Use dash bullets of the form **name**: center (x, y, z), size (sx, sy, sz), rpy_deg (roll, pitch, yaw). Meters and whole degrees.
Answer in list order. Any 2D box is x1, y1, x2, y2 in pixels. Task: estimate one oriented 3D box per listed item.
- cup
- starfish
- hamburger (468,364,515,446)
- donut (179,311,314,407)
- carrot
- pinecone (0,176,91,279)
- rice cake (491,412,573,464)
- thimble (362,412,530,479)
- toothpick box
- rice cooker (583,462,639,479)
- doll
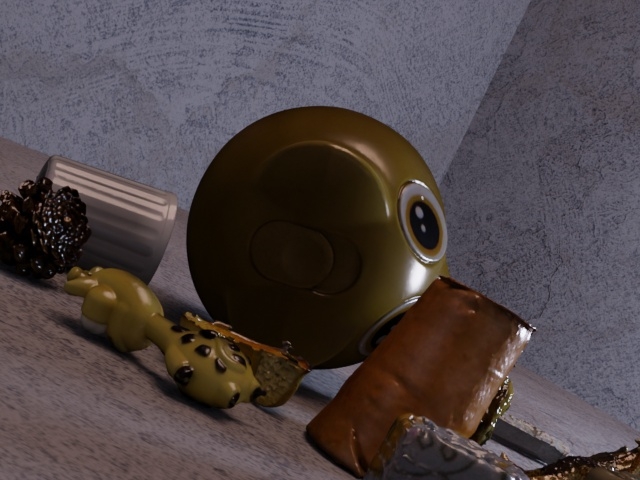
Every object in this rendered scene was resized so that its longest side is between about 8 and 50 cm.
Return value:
- **cup**: center (-0.350, -0.010, 1.882), size (0.202, 0.221, 0.167), rpy_deg (22, 38, -19)
- **starfish**: center (0.369, 0.342, 1.833), size (0.238, 0.071, 0.216), rpy_deg (-3, -8, -32)
- **hamburger**: center (0.174, 0.205, 1.801), size (0.206, 0.183, 0.130), rpy_deg (28, -23, 43)
- **donut**: center (-0.105, 0.150, 1.571), size (0.181, 0.078, 0.146), rpy_deg (22, 1, -14)
- **carrot**: center (0.122, 0.169, 1.503), size (0.196, 0.254, 0.196), rpy_deg (30, 2, -1)
- **pinecone**: center (-0.380, -0.014, 1.650), size (0.121, 0.140, 0.140), rpy_deg (3, -9, 30)
- **rice cake**: center (0.323, 0.332, 2.219), size (0.270, 0.055, 0.049), rpy_deg (25, 23, 11)
- **thimble**: center (0.121, 0.255, 1.251), size (0.151, 0.117, 0.127), rpy_deg (27, 3, 1)
- **toothpick box**: center (0.000, 0.000, 1.894), size (0.409, 0.408, 0.425), rpy_deg (26, 9, 2)
- **rice cooker**: center (0.401, 0.366, 1.597), size (0.145, 0.127, 0.206), rpy_deg (20, -4, -11)
- **doll**: center (-0.189, 0.111, 1.448), size (0.291, 0.086, 0.117), rpy_deg (31, 12, 28)
